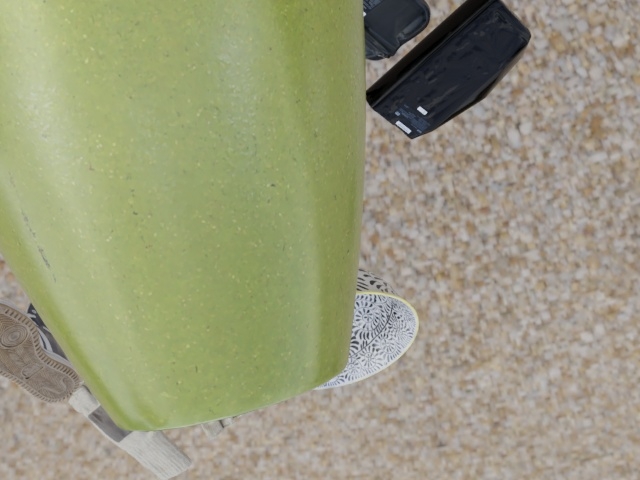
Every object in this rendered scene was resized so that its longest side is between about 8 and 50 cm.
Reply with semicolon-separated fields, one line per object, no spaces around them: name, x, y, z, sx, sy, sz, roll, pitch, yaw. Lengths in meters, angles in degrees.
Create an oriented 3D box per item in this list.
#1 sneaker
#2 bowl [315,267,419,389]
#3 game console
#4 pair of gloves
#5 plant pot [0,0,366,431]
sneaker;-0.499;0.144;1.678;0.099;0.153;0.282;-34;143;-6
bowl;0.009;0.076;1.071;0.170;0.080;0.170;-11;142;-9
game console;0.107;-0.268;1.289;0.213;0.044;0.361;-40;137;18
pair of gloves;-0.234;0.232;1.488;0.204;0.042;0.240;40;124;-11
plant pot;-0.086;-0.055;0.580;0.274;0.275;0.294;-13;94;8
